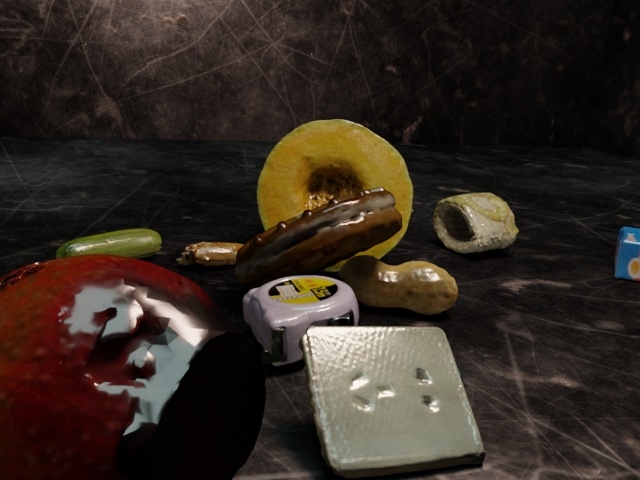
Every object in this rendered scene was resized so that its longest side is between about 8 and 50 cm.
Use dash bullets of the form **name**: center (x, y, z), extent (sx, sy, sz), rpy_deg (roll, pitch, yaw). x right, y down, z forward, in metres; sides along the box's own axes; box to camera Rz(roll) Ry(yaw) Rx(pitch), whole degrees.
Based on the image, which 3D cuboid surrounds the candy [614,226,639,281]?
- **candy**: center (0.839, 0.051, 1.622), extent (0.306, 0.100, 0.157), rpy_deg (11, 18, 19)

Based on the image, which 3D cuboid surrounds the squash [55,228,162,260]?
- **squash**: center (-0.428, 0.016, 1.455), extent (0.069, 0.069, 0.239), rpy_deg (19, 22, 40)

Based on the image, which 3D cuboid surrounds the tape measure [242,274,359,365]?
- **tape measure**: center (-0.025, 0.128, 1.130), extent (0.179, 0.105, 0.196), rpy_deg (-7, 17, -13)

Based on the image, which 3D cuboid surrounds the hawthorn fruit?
- **hawthorn fruit**: center (-0.206, 0.150, 0.672), extent (0.316, 0.315, 0.316), rpy_deg (4, 16, -1)

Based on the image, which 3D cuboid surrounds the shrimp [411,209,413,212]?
- **shrimp**: center (0.218, -0.085, 2.061), extent (0.108, 0.023, 0.059), rpy_deg (-3, 8, -24)

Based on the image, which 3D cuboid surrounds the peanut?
- **peanut**: center (0.143, 0.081, 1.332), extent (0.230, 0.098, 0.103), rpy_deg (8, -2, 12)

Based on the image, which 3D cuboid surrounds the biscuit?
- **biscuit**: center (0.000, 0.000, 1.325), extent (0.332, 0.103, 0.332), rpy_deg (-24, -5, -2)

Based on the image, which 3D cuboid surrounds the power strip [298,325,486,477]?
- **power strip**: center (0.082, 0.204, 0.896), extent (0.213, 0.064, 0.198), rpy_deg (2, 51, -17)

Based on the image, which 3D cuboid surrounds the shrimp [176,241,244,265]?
- **shrimp**: center (-0.224, 0.029, 1.520), extent (0.188, 0.051, 0.132), rpy_deg (0, 3, -40)

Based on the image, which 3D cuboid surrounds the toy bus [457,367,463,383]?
- **toy bus**: center (0.115, 0.195, 0.983), extent (0.166, 0.065, 0.047), rpy_deg (8, 15, 15)

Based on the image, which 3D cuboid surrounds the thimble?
- **thimble**: center (0.383, -0.039, 1.742), extent (0.144, 0.137, 0.190), rpy_deg (-5, 29, -28)

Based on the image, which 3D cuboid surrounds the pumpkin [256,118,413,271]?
- **pumpkin**: center (0.038, -0.099, 1.589), extent (0.333, 0.332, 0.199), rpy_deg (6, 3, 6)
